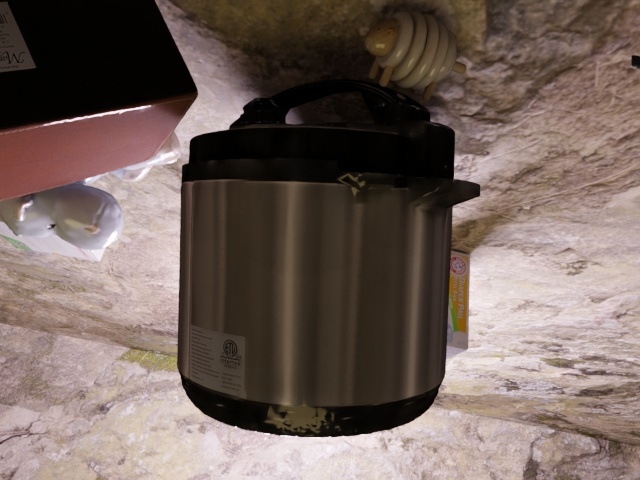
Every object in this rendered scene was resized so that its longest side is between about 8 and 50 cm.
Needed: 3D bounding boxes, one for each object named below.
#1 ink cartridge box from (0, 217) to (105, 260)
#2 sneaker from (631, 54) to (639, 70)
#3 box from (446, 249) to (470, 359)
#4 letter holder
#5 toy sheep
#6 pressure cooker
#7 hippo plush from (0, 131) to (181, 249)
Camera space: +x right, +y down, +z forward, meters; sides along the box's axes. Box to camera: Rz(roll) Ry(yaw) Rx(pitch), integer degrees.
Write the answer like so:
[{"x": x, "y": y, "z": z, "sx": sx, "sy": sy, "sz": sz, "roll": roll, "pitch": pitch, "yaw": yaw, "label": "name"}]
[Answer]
[{"x": -0.607, "y": -0.036, "z": 1.180, "sx": 0.212, "sy": 0.093, "sz": 0.154, "roll": 10, "pitch": 153, "yaw": 5, "label": "ink cartridge box"}, {"x": 0.412, "y": -0.176, "z": 0.546, "sx": 0.153, "sy": 0.094, "sz": 0.235, "roll": -4, "pitch": 149, "yaw": 29, "label": "sneaker"}, {"x": 0.226, "y": 0.122, "z": 1.053, "sx": 0.114, "sy": 0.203, "sz": 0.103, "roll": 14, "pitch": 153, "yaw": -10, "label": "box"}, {"x": -0.337, "y": -0.160, "z": 0.616, "sx": 0.301, "sy": 0.152, "sz": 0.214, "roll": -24, "pitch": 177, "yaw": -36, "label": "letter holder"}, {"x": 0.109, "y": -0.212, "z": 0.597, "sx": 0.132, "sy": 0.091, "sz": 0.091, "roll": 9, "pitch": 156, "yaw": -27, "label": "toy sheep"}, {"x": -0.003, "y": 0.000, "z": 0.703, "sx": 0.369, "sy": 0.421, "sz": 0.375, "roll": 1, "pitch": -177, "yaw": -2, "label": "pressure cooker"}, {"x": -0.376, "y": -0.119, "z": 0.783, "sx": 0.294, "sy": 0.237, "sz": 0.234, "roll": 23, "pitch": 151, "yaw": -21, "label": "hippo plush"}]
